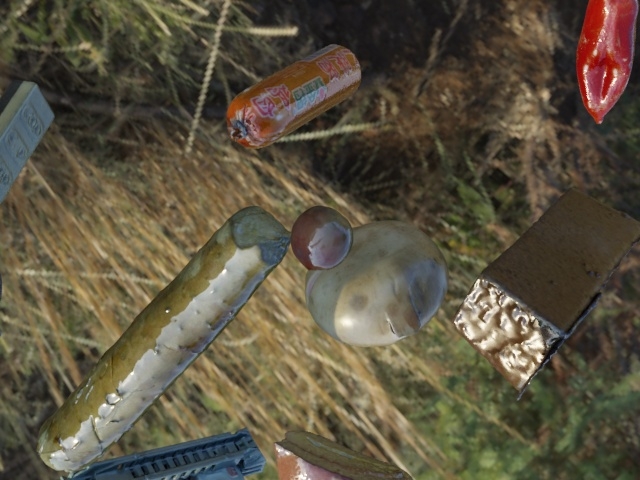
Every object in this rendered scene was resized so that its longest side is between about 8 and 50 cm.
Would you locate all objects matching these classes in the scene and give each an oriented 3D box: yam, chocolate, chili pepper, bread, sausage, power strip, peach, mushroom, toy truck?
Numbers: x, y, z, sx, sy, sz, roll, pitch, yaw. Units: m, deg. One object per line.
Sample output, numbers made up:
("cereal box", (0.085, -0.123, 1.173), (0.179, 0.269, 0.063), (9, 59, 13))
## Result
("yam", (-0.143, 0.093, 0.905), (0.067, 0.071, 0.317), (22, 119, -45))
("chocolate", (0.258, 0.042, 1.143), (0.321, 0.112, 0.112), (-37, 160, -51))
("chili pepper", (0.299, -0.210, 1.060), (0.050, 0.059, 0.191), (-64, 157, -59))
("bread", (0.032, 0.237, 0.837), (0.119, 0.067, 0.192), (-15, 105, -13))
("sausage", (-0.047, -0.212, 1.527), (0.312, 0.093, 0.093), (-39, 153, -51))
("power strip", (-0.601, -0.191, 1.947), (0.105, 0.070, 0.256), (76, 30, -54))
("peach", (0.001, -0.002, 1.272), (0.083, 0.083, 0.083), (-26, 141, -23))
("mushroom", (0.092, 0.078, 1.678), (0.255, 0.255, 0.184), (-27, 135, -22))
("toy truck", (-0.235, 0.377, 1.519), (0.338, 0.133, 0.184), (-4, 136, -38))

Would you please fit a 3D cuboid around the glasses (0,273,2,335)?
("glasses", (-0.393, 0.032, 0.814), (0.234, 0.118, 0.268), (-3, 168, -7))
